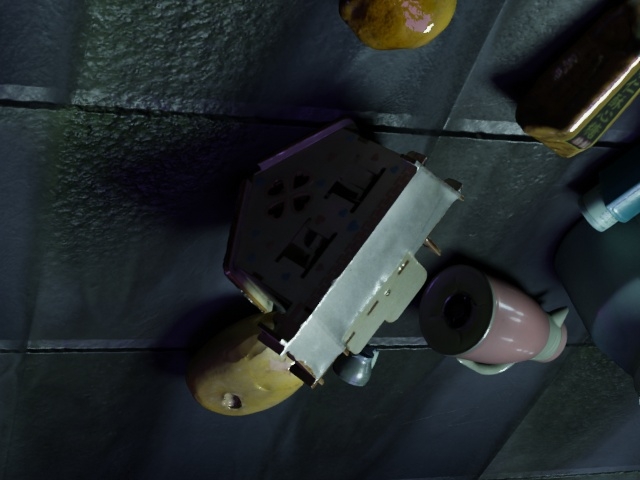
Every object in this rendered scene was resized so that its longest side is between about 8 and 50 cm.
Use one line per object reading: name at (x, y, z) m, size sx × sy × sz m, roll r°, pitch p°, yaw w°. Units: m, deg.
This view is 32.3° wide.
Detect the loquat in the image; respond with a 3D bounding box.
loquat at (0.086, -0.276, 1.249) m, size 0.137 × 0.113 × 0.137 m, roll 11°, pitch 132°, yaw 12°

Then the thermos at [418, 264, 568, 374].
thermos at (0.289, 0.146, 1.812) m, size 0.265 × 0.146 × 0.176 m, roll 20°, pitch 123°, yaw -45°

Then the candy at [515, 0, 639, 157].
candy at (0.371, -0.223, 1.425) m, size 0.143 × 0.101 × 0.271 m, roll 17°, pitch 125°, yaw -46°

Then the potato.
potato at (-0.105, 0.194, 1.728) m, size 0.234 × 0.146 × 0.150 m, roll -29°, pitch 99°, yaw 37°

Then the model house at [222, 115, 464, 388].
model house at (0.000, 0.000, 1.458) m, size 0.326 × 0.244 × 0.169 m, roll -53°, pitch 142°, yaw -7°

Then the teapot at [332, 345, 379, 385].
teapot at (0.066, 0.206, 1.873) m, size 0.088 × 0.066 × 0.057 m, roll -3°, pitch 127°, yaw -52°

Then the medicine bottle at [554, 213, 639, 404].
medicine bottle at (0.530, 0.105, 1.724) m, size 0.245 × 0.290 × 0.245 m, roll -10°, pitch 141°, yaw -8°

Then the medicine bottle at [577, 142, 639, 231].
medicine bottle at (0.500, -0.096, 1.605) m, size 0.258 × 0.124 × 0.079 m, roll -37°, pitch 148°, yaw 27°
